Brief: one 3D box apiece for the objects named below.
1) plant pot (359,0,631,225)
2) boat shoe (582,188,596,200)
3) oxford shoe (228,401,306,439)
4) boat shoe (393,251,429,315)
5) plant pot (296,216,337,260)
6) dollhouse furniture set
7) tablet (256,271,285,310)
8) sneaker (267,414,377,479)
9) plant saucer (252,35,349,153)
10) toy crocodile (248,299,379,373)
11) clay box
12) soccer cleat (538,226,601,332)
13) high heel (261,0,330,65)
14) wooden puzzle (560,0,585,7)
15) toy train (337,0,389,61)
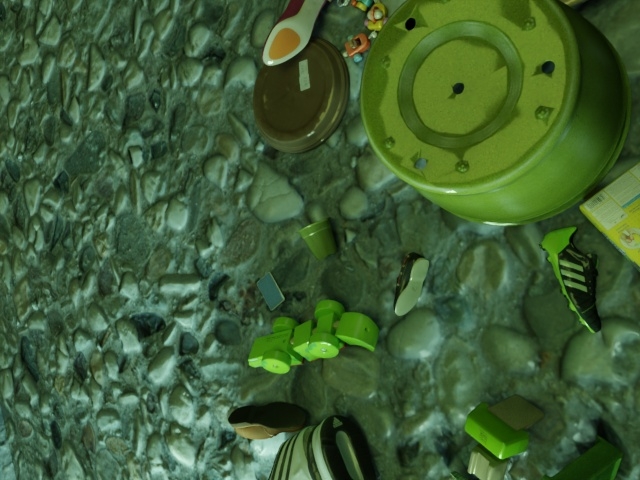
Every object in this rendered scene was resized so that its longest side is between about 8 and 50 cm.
[{"bbox_3d":[0.232,-0.188,0.652,0.366,0.353,0.366,4,98,29],"label":"plant pot"},{"bbox_3d":[0.392,-0.101,0.808,0.153,0.048,0.056,12,91,26],"label":"boat shoe"},{"bbox_3d":[-0.118,0.441,1.119,0.212,0.076,0.076,-12,113,30],"label":"oxford shoe"},{"bbox_3d":[0.177,0.088,0.940,0.042,0.049,0.133,43,121,55],"label":"boat shoe"},{"bbox_3d":[0.000,0.000,1.038,0.083,0.083,0.079,-24,88,30],"label":"plant pot"},{"bbox_3d":[0.349,0.446,0.811,0.197,0.151,0.301,31,124,50],"label":"dollhouse furniture set"},{"bbox_3d":[-0.123,0.125,1.151,0.054,0.006,0.083,-41,68,25],"label":"tablet"},{"bbox_3d":[0.028,0.623,0.980,0.257,0.169,0.447,-37,62,36],"label":"sneaker"},{"bbox_3d":[-0.059,-0.346,1.100,0.278,0.041,0.278,-1,88,33],"label":"plant saucer"},{"bbox_3d":[-0.028,0.227,1.039,0.340,0.105,0.115,-25,35,31],"label":"toy crocodile"},{"bbox_3d":[0.526,-0.008,0.704,0.127,0.053,0.222,-41,69,18],"label":"clay box"},{"bbox_3d":[0.429,0.062,0.768,0.072,0.060,0.179,-27,72,28],"label":"soccer cleat"},{"bbox_3d":[-0.059,-0.509,1.062,0.244,0.082,0.117,-53,35,13],"label":"high heel"},{"bbox_3d":[0.376,-0.532,0.806,0.348,0.080,0.322,-16,81,27],"label":"wooden puzzle"},{"bbox_3d":[0.082,-0.483,1.006,0.125,0.046,0.166,-18,80,31],"label":"toy train"}]
